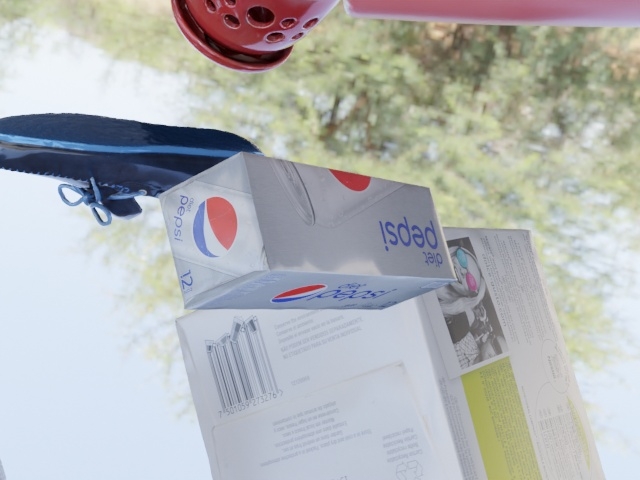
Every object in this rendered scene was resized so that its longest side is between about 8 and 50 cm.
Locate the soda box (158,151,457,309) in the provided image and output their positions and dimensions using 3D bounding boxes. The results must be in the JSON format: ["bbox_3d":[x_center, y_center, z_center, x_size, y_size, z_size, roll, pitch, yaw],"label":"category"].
[{"bbox_3d":[0.000,0.000,0.940,0.091,0.098,0.286,-24,163,32],"label":"soda box"}]

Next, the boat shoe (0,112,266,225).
[{"bbox_3d":[-0.169,-0.054,0.997,0.258,0.089,0.109,6,-158,-25],"label":"boat shoe"}]

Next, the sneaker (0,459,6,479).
[{"bbox_3d":[-0.423,0.350,1.192,0.210,0.365,0.137,-17,170,-14],"label":"sneaker"}]

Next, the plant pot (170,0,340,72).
[{"bbox_3d":[-0.080,-0.312,1.348,0.191,0.174,0.191,18,-128,-25],"label":"plant pot"}]

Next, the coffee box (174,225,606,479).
[{"bbox_3d":[0.088,0.194,1.339,0.338,0.338,0.334,-23,167,34],"label":"coffee box"}]

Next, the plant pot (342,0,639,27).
[{"bbox_3d":[0.124,-0.273,0.799,0.243,0.275,0.275,-8,-171,6],"label":"plant pot"}]
